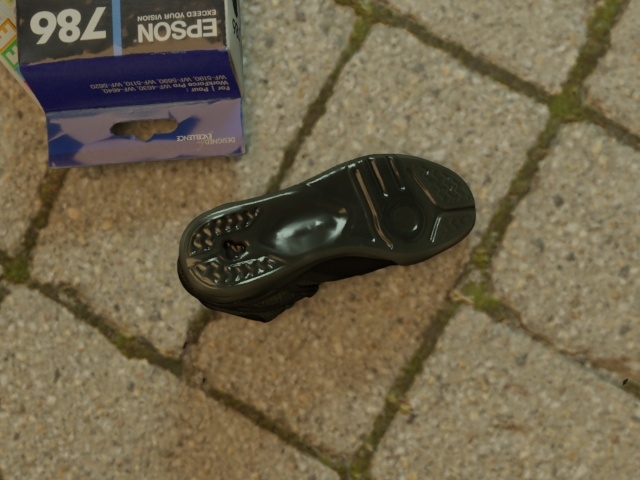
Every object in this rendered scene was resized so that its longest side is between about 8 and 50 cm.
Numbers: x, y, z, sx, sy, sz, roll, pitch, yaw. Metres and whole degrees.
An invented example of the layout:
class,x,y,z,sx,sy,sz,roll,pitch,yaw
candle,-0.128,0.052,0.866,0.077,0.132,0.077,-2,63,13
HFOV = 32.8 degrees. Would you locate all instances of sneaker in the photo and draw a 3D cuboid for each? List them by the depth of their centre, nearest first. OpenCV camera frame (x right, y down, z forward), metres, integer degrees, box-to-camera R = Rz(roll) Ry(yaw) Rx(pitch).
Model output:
class,x,y,z,sx,sy,sz,roll,pitch,yaw
sneaker,0.000,0.000,0.825,0.227,0.130,0.087,-17,82,-15

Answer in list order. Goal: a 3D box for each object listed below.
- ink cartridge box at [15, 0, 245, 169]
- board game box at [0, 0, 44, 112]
class,x,y,z,sx,sy,sz,roll,pitch,yaw
ink cartridge box,-0.148,-0.226,0.835,0.165,0.065,0.332,-5,86,5
board game box,-0.211,-0.169,0.890,0.103,0.026,0.154,-43,82,10
